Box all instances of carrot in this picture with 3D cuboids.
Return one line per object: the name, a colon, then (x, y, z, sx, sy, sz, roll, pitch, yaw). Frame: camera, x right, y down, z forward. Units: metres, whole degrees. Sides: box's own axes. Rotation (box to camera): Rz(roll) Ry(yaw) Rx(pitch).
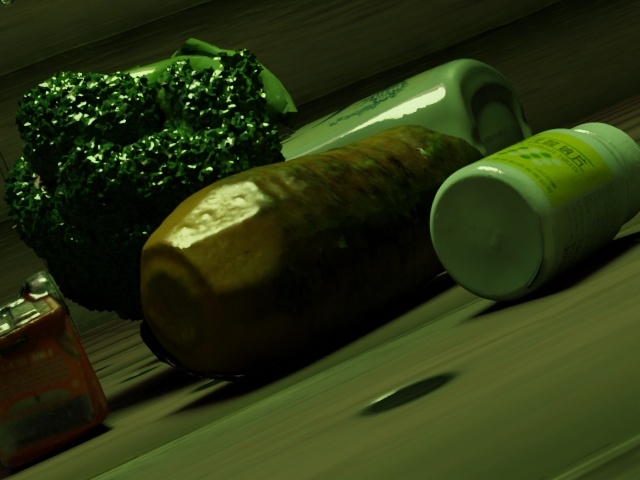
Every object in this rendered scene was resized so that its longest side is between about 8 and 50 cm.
carrot: (0.000, 0.000, 0.562, 0.082, 0.082, 0.173, -21, 5, 46)

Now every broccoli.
broccoli: (-0.072, -0.022, 0.679, 0.195, 0.195, 0.156, -22, 24, 42)

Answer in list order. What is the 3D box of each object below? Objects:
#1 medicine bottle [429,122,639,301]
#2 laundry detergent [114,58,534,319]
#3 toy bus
medicine bottle: (0.077, -0.013, 0.456, 0.047, 0.047, 0.083, -22, 3, 42)
laundry detergent: (-0.008, -0.017, 0.850, 0.281, 0.105, 0.215, -24, 2, 21)
toy bus: (-0.149, 0.062, 0.646, 0.065, 0.077, 0.192, -25, 4, -15)
